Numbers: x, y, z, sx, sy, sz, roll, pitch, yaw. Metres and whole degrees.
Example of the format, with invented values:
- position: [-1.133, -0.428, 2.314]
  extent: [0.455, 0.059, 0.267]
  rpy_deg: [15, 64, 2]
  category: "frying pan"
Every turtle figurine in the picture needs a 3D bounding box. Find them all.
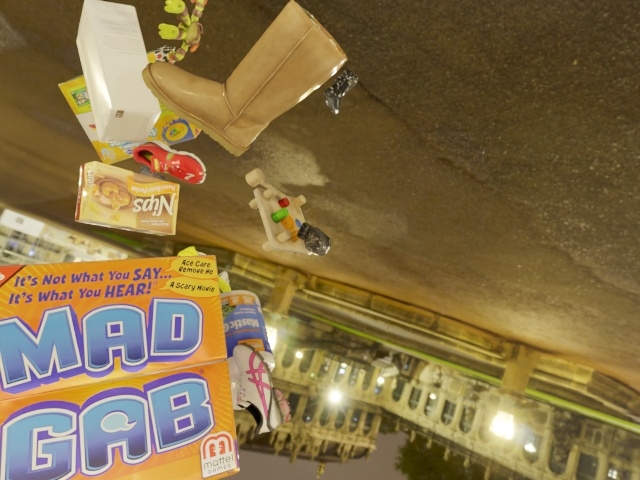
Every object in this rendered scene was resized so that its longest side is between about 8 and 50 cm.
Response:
- position: [-0.405, -0.614, 1.374]
  extent: [0.087, 0.270, 0.217]
  rpy_deg: [32, -169, -4]
  category: "turtle figurine"

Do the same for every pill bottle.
- position: [-0.203, 0.278, 1.178]
  extent: [0.152, 0.272, 0.152]
  rpy_deg: [-15, 147, -10]
  category: "pill bottle"

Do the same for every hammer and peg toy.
- position: [-0.148, -0.121, 1.809]
  extent: [0.127, 0.362, 0.266]
  rpy_deg: [-30, 158, 29]
  category: "hammer and peg toy"

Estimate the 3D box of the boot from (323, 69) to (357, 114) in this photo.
- position: [0.061, -0.426, 1.324]
  extent: [0.045, 0.099, 0.121]
  rpy_deg: [47, 178, 18]
  category: "boot"

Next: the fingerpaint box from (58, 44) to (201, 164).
- position: [-0.793, -0.570, 1.972]
  extent: [0.444, 0.163, 0.371]
  rpy_deg: [-15, 120, 10]
  category: "fingerpaint box"

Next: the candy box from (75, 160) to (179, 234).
- position: [-0.625, -0.129, 1.521]
  extent: [0.087, 0.183, 0.316]
  rpy_deg: [-2, 171, 35]
  category: "candy box"

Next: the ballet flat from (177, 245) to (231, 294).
- position: [-0.323, 0.104, 1.364]
  extent: [0.231, 0.077, 0.077]
  rpy_deg: [43, 145, 2]
  category: "ballet flat"

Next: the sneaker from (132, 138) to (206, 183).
- position: [-0.520, -0.255, 1.573]
  extent: [0.278, 0.107, 0.118]
  rpy_deg: [22, -149, 17]
  category: "sneaker"

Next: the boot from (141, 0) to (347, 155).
- position: [-0.129, -0.300, 0.786]
  extent: [0.269, 0.089, 0.236]
  rpy_deg: [-38, 130, 25]
  category: "boot"

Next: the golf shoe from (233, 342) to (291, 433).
- position: [-0.135, 0.291, 0.922]
  extent: [0.186, 0.085, 0.067]
  rpy_deg: [55, 142, 23]
  category: "golf shoe"

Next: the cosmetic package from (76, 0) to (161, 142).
- position: [-0.652, -0.530, 1.476]
  extent: [0.156, 0.385, 0.217]
  rpy_deg: [-12, 171, -37]
  category: "cosmetic package"

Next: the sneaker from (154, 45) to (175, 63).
- position: [-0.518, -0.592, 1.540]
  extent: [0.068, 0.170, 0.071]
  rpy_deg: [-5, 141, -2]
  category: "sneaker"

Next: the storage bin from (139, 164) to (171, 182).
- position: [-0.719, -0.242, 1.957]
  extent: [0.135, 0.091, 0.098]
  rpy_deg: [32, 161, -16]
  category: "storage bin"

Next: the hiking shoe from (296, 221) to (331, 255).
- position: [0.000, 0.000, 1.634]
  extent: [0.114, 0.086, 0.227]
  rpy_deg: [23, -168, -25]
  category: "hiking shoe"

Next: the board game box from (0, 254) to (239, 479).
- position: [-0.390, 0.240, 0.806]
  extent: [0.356, 0.357, 0.356]
  rpy_deg: [-2, 169, -33]
  category: "board game box"
